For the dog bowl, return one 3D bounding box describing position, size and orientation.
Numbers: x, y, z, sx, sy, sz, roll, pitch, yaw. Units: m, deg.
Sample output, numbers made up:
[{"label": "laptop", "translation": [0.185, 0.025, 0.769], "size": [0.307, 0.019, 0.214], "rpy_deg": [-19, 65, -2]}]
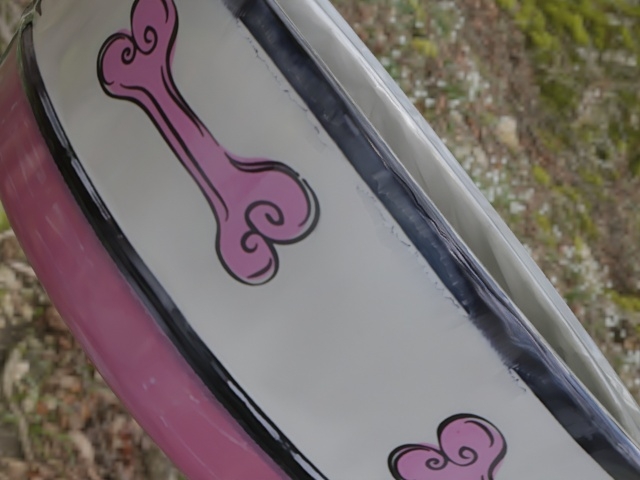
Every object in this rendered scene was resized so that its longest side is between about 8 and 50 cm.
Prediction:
[{"label": "dog bowl", "translation": [0.000, 0.000, 0.596], "size": [0.408, 0.150, 0.408], "rpy_deg": [50, 10, -12]}]
